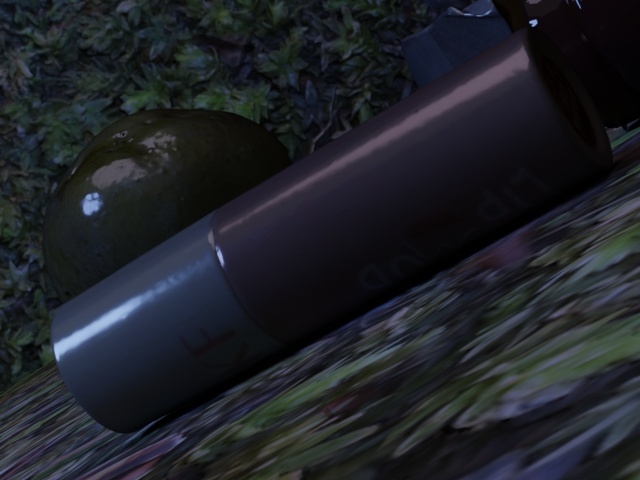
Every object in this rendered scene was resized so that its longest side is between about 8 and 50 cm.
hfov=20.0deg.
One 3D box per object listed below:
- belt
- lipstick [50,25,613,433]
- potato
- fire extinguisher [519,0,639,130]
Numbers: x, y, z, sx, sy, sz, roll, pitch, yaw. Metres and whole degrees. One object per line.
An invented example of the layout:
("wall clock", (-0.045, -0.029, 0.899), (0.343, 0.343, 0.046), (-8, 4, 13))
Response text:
("belt", (0.147, -0.124, 1.074), (0.184, 0.105, 0.261), (-33, 3, 3))
("lipstick", (0.000, 0.000, 0.790), (0.254, 0.070, 0.070), (-30, 3, 21))
("potato", (-0.097, -0.010, 1.245), (0.178, 0.160, 0.235), (-5, 0, 17))
("fire extinguisher", (0.248, -0.166, 0.798), (0.341, 0.105, 0.141), (-30, 18, 27))
